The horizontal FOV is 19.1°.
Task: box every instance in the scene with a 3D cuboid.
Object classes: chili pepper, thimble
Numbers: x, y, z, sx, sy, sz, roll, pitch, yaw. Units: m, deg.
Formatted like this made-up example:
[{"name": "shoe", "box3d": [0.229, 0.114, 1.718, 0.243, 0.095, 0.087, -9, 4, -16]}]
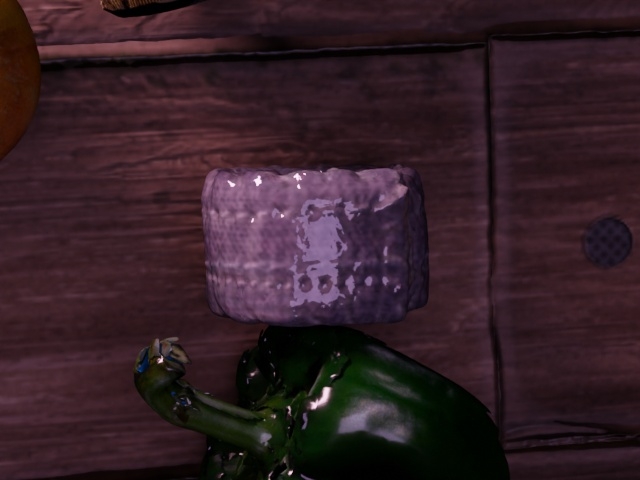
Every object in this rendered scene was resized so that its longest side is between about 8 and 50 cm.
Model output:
[{"name": "chili pepper", "box3d": [-0.011, 0.127, 1.225, 0.261, 0.165, 0.174, 30, 107, -17]}, {"name": "thimble", "box3d": [-0.003, 0.000, 1.222, 0.150, 0.150, 0.097, -2, 95, -12]}]

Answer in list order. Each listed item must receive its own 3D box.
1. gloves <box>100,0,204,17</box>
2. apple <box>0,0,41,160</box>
[{"name": "gloves", "box3d": [-0.117, -0.306, 1.156, 0.154, 0.141, 0.331, -10, 102, 12]}, {"name": "apple", "box3d": [-0.266, -0.112, 1.150, 0.182, 0.155, 0.182, -4, 98, -30]}]
